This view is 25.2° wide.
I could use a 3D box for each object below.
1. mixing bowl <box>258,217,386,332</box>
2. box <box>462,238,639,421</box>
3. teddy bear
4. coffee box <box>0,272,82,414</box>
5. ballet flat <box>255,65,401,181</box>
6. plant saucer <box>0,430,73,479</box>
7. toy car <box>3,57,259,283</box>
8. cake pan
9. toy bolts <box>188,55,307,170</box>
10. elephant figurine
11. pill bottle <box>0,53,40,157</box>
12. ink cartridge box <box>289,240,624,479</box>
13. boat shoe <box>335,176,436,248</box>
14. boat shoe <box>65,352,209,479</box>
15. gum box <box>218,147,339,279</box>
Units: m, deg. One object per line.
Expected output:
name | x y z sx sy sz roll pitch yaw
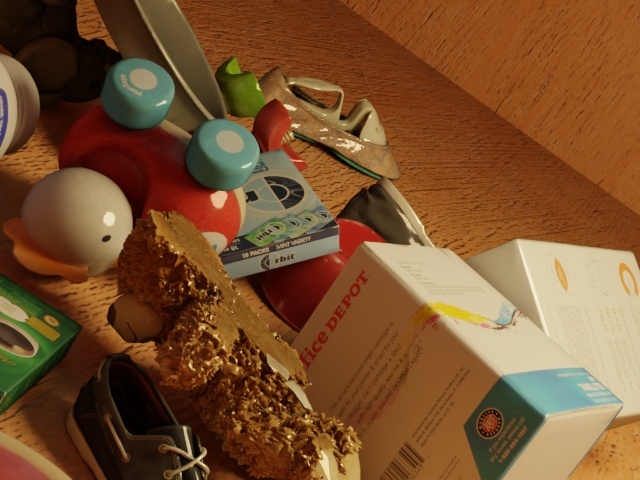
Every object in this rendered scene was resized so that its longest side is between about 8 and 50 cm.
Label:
mixing bowl | 0.026 0.038 1.734 0.181 0.098 0.181 25 31 -16
box | 0.273 0.131 1.726 0.345 0.168 0.215 6 65 -55
teddy bear | -0.085 0.131 1.317 0.338 0.113 0.245 49 11 -6
coffee box | -0.288 0.086 1.231 0.113 0.040 0.184 33 18 0
ballet flat | 0.028 -0.196 2.375 0.316 0.106 0.107 24 21 -29
plant saucer | -0.246 0.212 0.916 0.332 0.084 0.332 29 18 -11
toy car | -0.214 -0.020 1.465 0.210 0.219 0.238 36 47 6
cake pan | -0.208 -0.258 1.786 0.293 0.054 0.293 61 7 -13
toy bolts | -0.126 -0.114 1.947 0.228 0.158 0.218 46 -21 60
elephant figurine | -0.339 -0.244 1.841 0.186 0.239 0.169 4 28 33
pill bottle | -0.398 -0.129 1.416 0.152 0.152 0.272 38 18 13
ink cartridge box | 0.127 0.160 1.491 0.270 0.198 0.197 44 22 27
boat shoe | 0.146 0.071 1.912 0.335 0.095 0.112 53 -1 4
boat shoe | -0.131 0.190 1.178 0.084 0.079 0.233 13 28 -50
gum box | -0.084 -0.032 1.695 0.157 0.041 0.184 -14 37 -18
